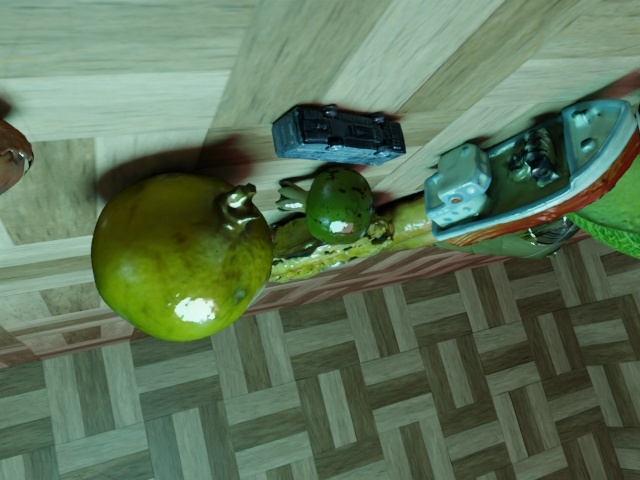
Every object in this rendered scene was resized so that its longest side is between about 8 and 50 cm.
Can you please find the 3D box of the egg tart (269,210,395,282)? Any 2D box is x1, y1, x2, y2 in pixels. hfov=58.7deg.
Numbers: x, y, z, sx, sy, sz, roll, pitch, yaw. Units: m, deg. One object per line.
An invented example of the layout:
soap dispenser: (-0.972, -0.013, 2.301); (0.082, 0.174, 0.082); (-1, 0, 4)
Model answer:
egg tart: (0.000, 0.000, 1.052); (0.291, 0.106, 0.291); (-18, 172, -3)

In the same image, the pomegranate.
pomegranate: (0.007, -0.050, 0.810); (0.142, 0.114, 0.114); (9, 170, 6)

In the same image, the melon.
melon: (0.600, -0.063, 0.989); (0.344, 0.226, 0.331); (23, -171, -28)

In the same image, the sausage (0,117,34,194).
sausage: (-0.295, -0.058, 0.463); (0.141, 0.076, 0.076); (-20, 168, 31)

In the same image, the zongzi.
zongzi: (0.425, -0.038, 1.309); (0.318, 0.154, 0.289); (-9, 161, 1)

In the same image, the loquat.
loquat: (-0.152, 0.009, 0.673); (0.214, 0.213, 0.246); (-3, 153, -46)

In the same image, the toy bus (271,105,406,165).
toy bus: (0.025, -0.116, 0.648); (0.166, 0.047, 0.065); (-2, 168, -43)

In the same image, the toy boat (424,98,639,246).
toy boat: (0.290, -0.106, 0.831); (0.133, 0.145, 0.332); (30, 142, -33)

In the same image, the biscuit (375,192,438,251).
biscuit: (0.215, -0.037, 1.161); (0.274, 0.091, 0.213); (-20, 170, 36)

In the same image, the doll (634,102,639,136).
doll: (0.495, -0.178, 0.774); (0.107, 0.110, 0.181); (23, -178, 18)
